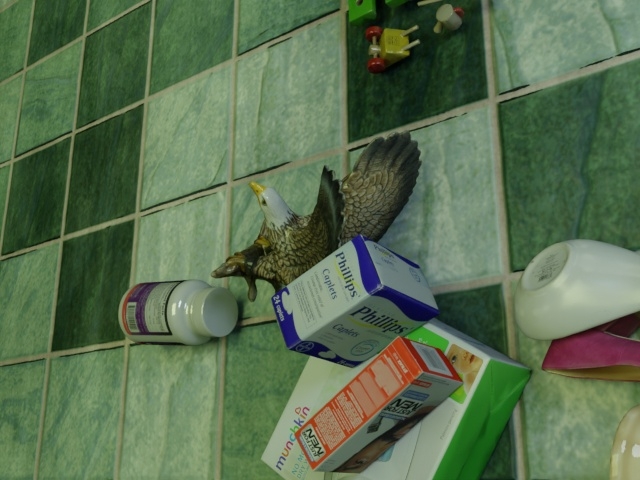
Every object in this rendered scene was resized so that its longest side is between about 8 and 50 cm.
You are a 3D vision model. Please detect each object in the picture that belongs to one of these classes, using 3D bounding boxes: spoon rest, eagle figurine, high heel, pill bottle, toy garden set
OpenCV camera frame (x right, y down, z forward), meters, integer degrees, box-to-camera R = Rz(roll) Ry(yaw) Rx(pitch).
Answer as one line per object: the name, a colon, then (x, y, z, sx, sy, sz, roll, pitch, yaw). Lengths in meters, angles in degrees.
spoon rest: (0.313, 0.036, 0.796, 0.276, 0.084, 0.137, -31, 24, 56)
eagle figurine: (-0.007, -0.006, 1.011, 0.298, 0.225, 0.226, -19, 60, 37)
high heel: (0.328, 0.146, 0.757, 0.117, 0.082, 0.244, -50, 36, 5)
pill bottle: (-0.232, 0.119, 1.235, 0.193, 0.108, 0.108, -5, 73, 38)
toy garden set: (0.156, -0.368, 1.117, 0.244, 0.049, 0.203, -17, 64, 34)

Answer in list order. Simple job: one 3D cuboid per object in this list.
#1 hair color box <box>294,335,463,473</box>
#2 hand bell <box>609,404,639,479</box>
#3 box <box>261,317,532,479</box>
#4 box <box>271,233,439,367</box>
hair color box: (0.063, 0.183, 0.818, 0.167, 0.093, 0.053, -45, 53, 18)
hand bell: (0.391, 0.215, 0.643, 0.242, 0.126, 0.126, -6, 72, 50)
box: (0.089, 0.217, 0.930, 0.231, 0.127, 0.262, 28, 93, 40)
box: (0.040, 0.074, 0.851, 0.137, 0.126, 0.072, -37, 54, 23)
